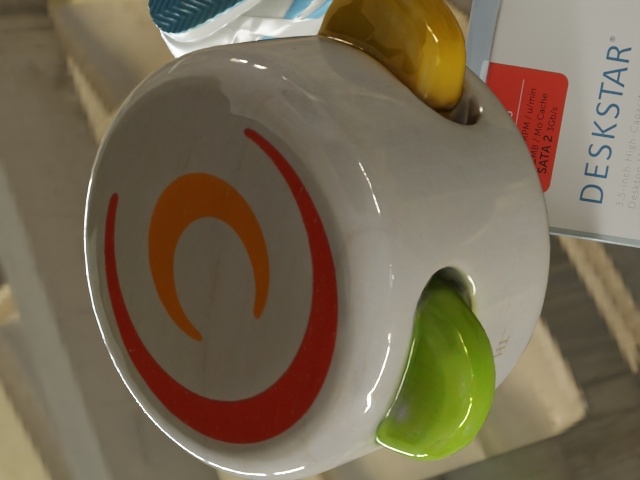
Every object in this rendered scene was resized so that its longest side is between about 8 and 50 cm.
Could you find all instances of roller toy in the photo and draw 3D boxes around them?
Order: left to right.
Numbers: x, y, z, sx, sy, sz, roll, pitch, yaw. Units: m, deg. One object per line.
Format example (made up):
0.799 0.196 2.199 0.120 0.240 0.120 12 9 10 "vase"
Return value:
0.000 0.000 0.718 0.191 0.146 0.209 -20 -94 43 "roller toy"

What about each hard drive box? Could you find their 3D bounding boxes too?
0.200 -0.086 0.902 0.089 0.232 0.181 -117 -145 -80 "hard drive box"

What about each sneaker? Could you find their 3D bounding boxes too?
-0.018 -0.203 1.253 0.092 0.228 0.087 62 10 -61 "sneaker"
